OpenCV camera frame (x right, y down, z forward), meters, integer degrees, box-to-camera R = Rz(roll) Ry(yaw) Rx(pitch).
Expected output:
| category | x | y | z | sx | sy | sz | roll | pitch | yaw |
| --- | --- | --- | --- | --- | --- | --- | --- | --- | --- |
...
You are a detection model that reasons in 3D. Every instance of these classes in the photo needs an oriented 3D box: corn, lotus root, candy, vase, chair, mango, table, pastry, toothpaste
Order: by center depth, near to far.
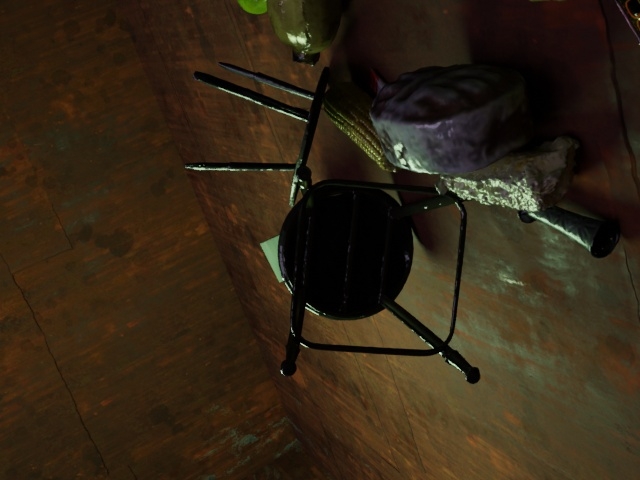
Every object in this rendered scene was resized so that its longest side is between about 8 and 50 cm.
| category | x | y | z | sx | sy | sz | roll | pitch | yaw |
| --- | --- | --- | --- | --- | --- | --- | --- | --- | --- |
| vase | 0.379 | -0.028 | 1.305 | 0.167 | 0.059 | 0.059 | 36 | 148 | 53 |
| candy | 0.202 | -0.188 | 1.314 | 0.289 | 0.214 | 0.157 | 31 | 147 | 61 |
| pastry | 0.304 | -0.109 | 1.332 | 0.089 | 0.121 | 0.258 | 44 | 164 | -28 |
| toothpaste | 0.147 | -0.263 | 1.643 | 0.190 | 0.031 | 0.048 | 54 | 163 | 32 |
| chair | 0.091 | 0.045 | 1.652 | 0.410 | 0.362 | 0.364 | -150 | 64 | -79 |
| lotus root | -0.033 | -0.476 | 1.656 | 0.160 | 0.146 | 0.284 | -109 | 12 | -52 |
| corn | 0.095 | -0.237 | 1.711 | 0.244 | 0.093 | 0.093 | 48 | 156 | 35 |
| table | -0.134 | -0.269 | 1.762 | 0.317 | 0.249 | 0.317 | 15 | -90 | -90 |
| mango | -0.135 | -0.574 | 1.889 | 0.163 | 0.089 | 0.117 | -15 | 94 | 58 |

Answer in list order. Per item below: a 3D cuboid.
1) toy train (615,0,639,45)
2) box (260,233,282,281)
| category | x | y | z | sx | sy | sz | roll | pitch | yaw |
| --- | --- | --- | --- | --- | --- | --- | --- | --- | --- |
| toy train | 0.437 | -0.193 | 0.881 | 0.296 | 0.100 | 0.160 | 61 | 168 | 5 |
| box | 0.000 | 0.000 | 2.069 | 0.117 | 0.225 | 0.225 | 64 | 162 | -2 |
